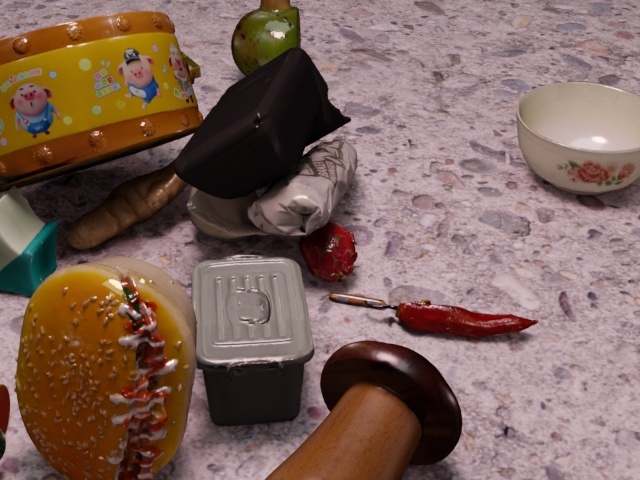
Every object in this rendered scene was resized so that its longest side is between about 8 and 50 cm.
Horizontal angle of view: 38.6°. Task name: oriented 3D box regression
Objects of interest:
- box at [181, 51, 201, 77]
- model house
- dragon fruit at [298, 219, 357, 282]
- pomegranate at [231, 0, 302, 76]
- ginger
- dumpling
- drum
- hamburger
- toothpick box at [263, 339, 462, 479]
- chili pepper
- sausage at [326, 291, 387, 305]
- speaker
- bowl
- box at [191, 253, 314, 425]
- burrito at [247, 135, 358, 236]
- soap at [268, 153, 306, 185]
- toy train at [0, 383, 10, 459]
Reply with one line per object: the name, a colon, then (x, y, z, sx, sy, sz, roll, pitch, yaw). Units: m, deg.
box: (-0.381, -0.422, 2.164, 0.121, 0.030, 0.193, -21, 40, -26)
model house: (-0.495, 0.012, 1.475, 0.127, 0.149, 0.100, -33, 18, 32)
dragon fruit: (0.000, 0.000, 1.522, 0.094, 0.094, 0.190, -13, 31, -17)
pomegranate: (-0.121, -0.454, 2.029, 0.159, 0.241, 0.190, 1, 53, -1)
ginger: (-0.294, -0.090, 1.597, 0.333, 0.081, 0.148, -33, 4, 3)
dumpling: (-0.148, -0.052, 1.569, 0.166, 0.216, 0.126, 32, 78, -2)
drum: (-0.424, -0.236, 1.587, 0.431, 0.214, 0.431, -17, 6, 2)
hamburger: (-0.264, 0.163, 1.120, 0.227, 0.295, 0.151, 15, 27, 10)
toothpick box: (0.045, 0.254, 1.086, 0.192, 0.192, 0.294, 18, 44, 23)
chili pepper: (0.196, 0.119, 1.393, 0.267, 0.059, 0.051, 8, 74, 7)
sausage: (0.058, 0.094, 1.450, 0.100, 0.015, 0.015, 9, 36, 12)
speaker: (-0.078, -0.174, 1.525, 0.180, 0.184, 0.388, -28, 20, 24)
bowl: (0.502, -0.179, 1.726, 0.277, 0.145, 0.277, 0, 34, 0)
box: (-0.098, 0.142, 1.283, 0.163, 0.135, 0.243, -4, 35, -7)
burrito: (-0.010, -0.099, 1.587, 0.139, 0.101, 0.445, -27, 10, 19)
soap: (-0.134, -0.149, 1.774, 0.252, 0.037, 0.092, 9, 37, 12)
toy train: (-0.540, 0.241, 1.173, 0.285, 0.116, 0.177, -1, 23, 0)
